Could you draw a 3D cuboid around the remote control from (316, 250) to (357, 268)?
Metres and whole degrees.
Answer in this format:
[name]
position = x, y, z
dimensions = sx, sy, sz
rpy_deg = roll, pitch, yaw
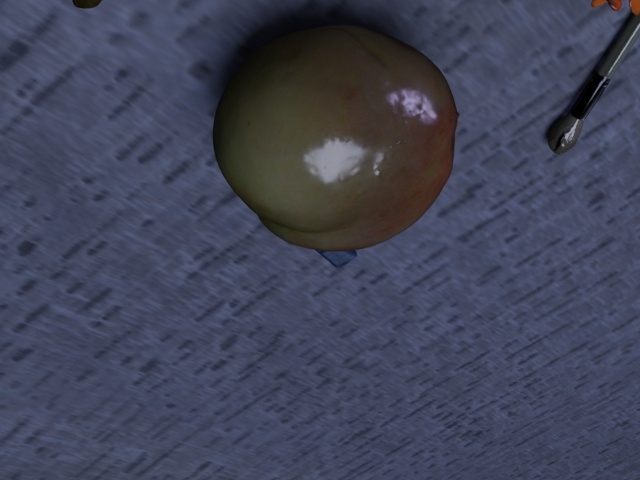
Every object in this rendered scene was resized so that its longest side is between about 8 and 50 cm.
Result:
[remote control]
position = 0.000, -0.001, 1.189
dimensions = 0.043, 0.027, 0.152
rpy_deg = -37, 135, 16

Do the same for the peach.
[peach]
position = 0.022, -0.118, 0.908
dimensions = 0.292, 0.247, 0.292
rpy_deg = 8, 137, 8

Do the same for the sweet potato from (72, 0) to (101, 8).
[sweet potato]
position = -0.173, -0.332, 0.760
dimensions = 0.273, 0.075, 0.075
rpy_deg = -33, 135, 21

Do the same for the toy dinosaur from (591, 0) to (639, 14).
[toy dinosaur]
position = 0.385, -0.336, 0.916
dimensions = 0.288, 0.070, 0.117
rpy_deg = -13, 130, -16

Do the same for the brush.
[brush]
position = 0.402, -0.242, 1.045
dimensions = 0.042, 0.039, 0.299
rpy_deg = 6, 132, -20
